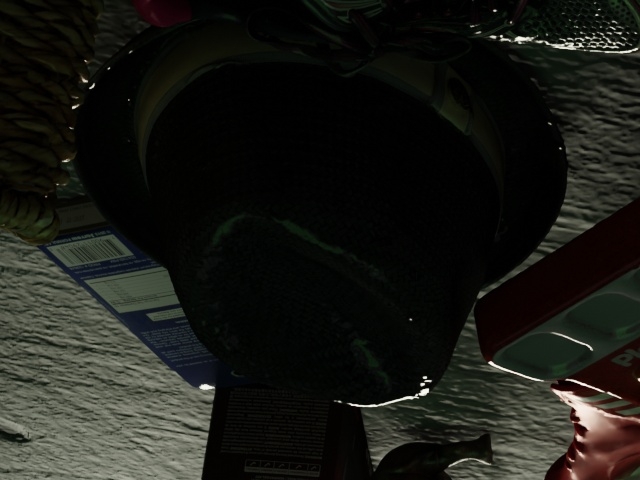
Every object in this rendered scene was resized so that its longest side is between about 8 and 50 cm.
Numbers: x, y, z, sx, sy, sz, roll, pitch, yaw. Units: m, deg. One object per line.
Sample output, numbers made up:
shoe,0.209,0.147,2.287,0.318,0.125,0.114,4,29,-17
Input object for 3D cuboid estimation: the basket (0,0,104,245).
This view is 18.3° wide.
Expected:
basket,-0.291,-0.110,1.077,0.299,0.223,0.213,26,144,-28

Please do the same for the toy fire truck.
toy fire truck,0.273,0.025,1.171,0.254,0.169,0.302,18,142,-35

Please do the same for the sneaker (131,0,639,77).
sneaker,0.040,-0.138,1.061,0.299,0.112,0.121,9,149,-3

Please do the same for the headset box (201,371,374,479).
headset box,-0.033,0.271,1.570,0.110,0.293,0.218,2,148,10

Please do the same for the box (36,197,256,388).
box,-0.090,0.036,1.444,0.136,0.036,0.225,-10,142,27

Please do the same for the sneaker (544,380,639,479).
sneaker,0.210,0.130,1.515,0.128,0.087,0.221,34,140,-12

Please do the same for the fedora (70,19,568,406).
fedora,0.000,0.000,1.224,0.334,0.152,0.334,0,143,0

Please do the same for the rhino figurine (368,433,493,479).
rhino figurine,0.099,0.247,1.704,0.106,0.073,0.243,-3,144,5
